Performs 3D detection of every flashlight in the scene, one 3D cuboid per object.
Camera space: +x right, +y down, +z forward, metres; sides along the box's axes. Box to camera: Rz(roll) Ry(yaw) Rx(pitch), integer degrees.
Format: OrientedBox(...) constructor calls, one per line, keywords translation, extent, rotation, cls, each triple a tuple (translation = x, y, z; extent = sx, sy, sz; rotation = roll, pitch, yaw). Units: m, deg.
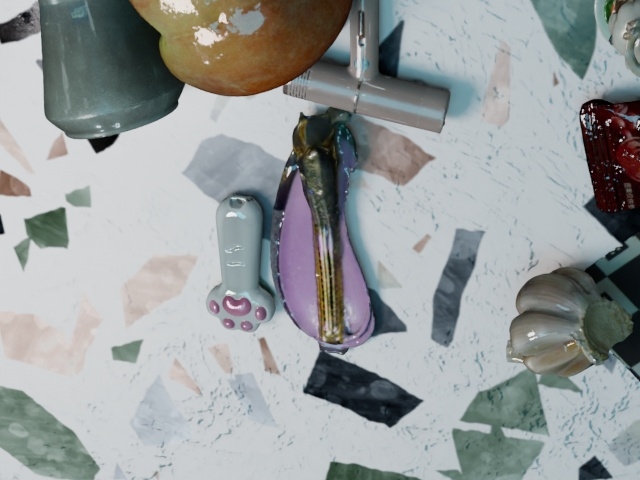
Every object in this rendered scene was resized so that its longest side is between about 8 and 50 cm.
OrientedBox(translation=(-0.105, 0.033, 1.628), extent=(0.093, 0.047, 0.201), rotation=(8, 121, 10), cls="flashlight")

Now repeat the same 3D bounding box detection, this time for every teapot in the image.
OrientedBox(translation=(-0.243, -0.249, 1.449), extent=(0.203, 0.171, 0.225), rotation=(-18, 110, -12), cls="teapot")

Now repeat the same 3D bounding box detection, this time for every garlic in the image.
OrientedBox(translation=(0.280, 0.105, 1.540), extent=(0.127, 0.131, 0.194), rotation=(40, 158, -7), cls="garlic")

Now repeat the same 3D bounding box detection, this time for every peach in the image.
OrientedBox(translation=(-0.086, -0.287, 1.336), extent=(0.252, 0.252, 0.253), rotation=(6, 120, 11), cls="peach")

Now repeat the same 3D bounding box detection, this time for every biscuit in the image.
OrientedBox(translation=(0.413, -0.113, 1.408), extent=(0.235, 0.063, 0.151), rotation=(-12, 118, 18), cls="biscuit")

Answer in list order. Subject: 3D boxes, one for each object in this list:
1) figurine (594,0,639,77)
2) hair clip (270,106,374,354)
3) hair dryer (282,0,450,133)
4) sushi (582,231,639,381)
OrientedBox(translation=(0.352, -0.223, 1.306), extent=(0.132, 0.154, 0.132), rotation=(6, 121, 10), cls="figurine")
OrientedBox(translation=(-0.002, 0.000, 1.581), extent=(0.110, 0.096, 0.359), rotation=(-16, 129, -17), cls="hair clip")
OrientedBox(translation=(0.073, -0.247, 1.432), extent=(0.195, 0.054, 0.220), rotation=(15, 115, 4), cls="hair dryer")
OrientedBox(translation=(0.523, 0.106, 1.504), extent=(0.359, 0.064, 0.343), rotation=(45, 119, -12), cls="sushi")
